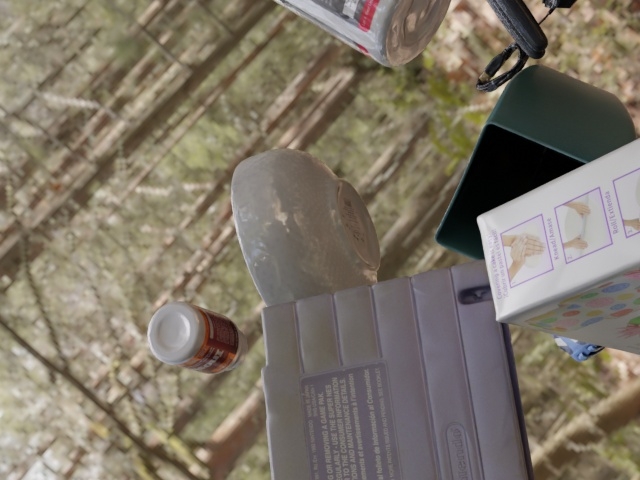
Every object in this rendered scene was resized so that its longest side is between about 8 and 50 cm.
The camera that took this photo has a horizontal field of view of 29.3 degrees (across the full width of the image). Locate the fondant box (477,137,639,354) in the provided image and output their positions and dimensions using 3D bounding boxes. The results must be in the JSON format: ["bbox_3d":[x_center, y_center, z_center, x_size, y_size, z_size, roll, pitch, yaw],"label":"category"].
[{"bbox_3d":[0.320,-0.016,0.912,0.238,0.096,0.330,15,147,-43],"label":"fondant box"}]

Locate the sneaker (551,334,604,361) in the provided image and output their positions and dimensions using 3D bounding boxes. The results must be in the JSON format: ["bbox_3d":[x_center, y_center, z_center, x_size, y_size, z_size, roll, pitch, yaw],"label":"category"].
[{"bbox_3d":[0.300,0.102,1.350,0.059,0.053,0.144,70,166,-9],"label":"sneaker"}]

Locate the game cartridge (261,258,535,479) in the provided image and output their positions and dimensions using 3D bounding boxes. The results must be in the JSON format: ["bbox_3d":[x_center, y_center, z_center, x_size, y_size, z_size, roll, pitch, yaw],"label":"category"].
[{"bbox_3d":[0.069,0.209,1.057,0.230,0.355,0.068,-14,159,21],"label":"game cartridge"}]

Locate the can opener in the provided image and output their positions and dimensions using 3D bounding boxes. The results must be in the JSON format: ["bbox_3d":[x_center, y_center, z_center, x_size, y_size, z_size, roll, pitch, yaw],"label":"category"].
[{"bbox_3d":[0.212,-0.294,1.445,0.186,0.073,0.059,61,-174,19],"label":"can opener"}]

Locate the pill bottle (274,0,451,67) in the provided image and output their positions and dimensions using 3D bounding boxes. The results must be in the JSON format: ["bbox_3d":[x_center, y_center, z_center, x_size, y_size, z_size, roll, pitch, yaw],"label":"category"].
[{"bbox_3d":[0.019,-0.392,1.735,0.318,0.176,0.176,34,166,22],"label":"pill bottle"}]

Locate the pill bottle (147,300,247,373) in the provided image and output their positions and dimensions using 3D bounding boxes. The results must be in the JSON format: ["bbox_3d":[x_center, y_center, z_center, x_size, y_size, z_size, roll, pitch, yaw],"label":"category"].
[{"bbox_3d":[-0.161,0.136,1.664,0.086,0.086,0.152,34,-177,28],"label":"pill bottle"}]

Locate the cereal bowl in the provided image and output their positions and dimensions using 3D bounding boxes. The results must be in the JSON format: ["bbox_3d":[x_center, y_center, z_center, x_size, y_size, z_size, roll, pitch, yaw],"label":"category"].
[{"bbox_3d":[0.000,0.000,1.962,0.339,0.141,0.339,52,-155,-38],"label":"cereal bowl"}]

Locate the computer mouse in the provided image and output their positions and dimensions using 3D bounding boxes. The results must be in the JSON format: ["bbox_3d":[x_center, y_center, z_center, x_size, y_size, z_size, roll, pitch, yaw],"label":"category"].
[{"bbox_3d":[0.262,-0.278,1.478,0.041,0.242,0.071,28,-159,-26],"label":"computer mouse"}]

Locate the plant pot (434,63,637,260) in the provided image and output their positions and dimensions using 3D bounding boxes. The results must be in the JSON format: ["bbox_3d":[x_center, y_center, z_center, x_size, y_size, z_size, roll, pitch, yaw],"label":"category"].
[{"bbox_3d":[0.254,-0.089,1.366,0.166,0.234,0.165,24,127,4],"label":"plant pot"}]
